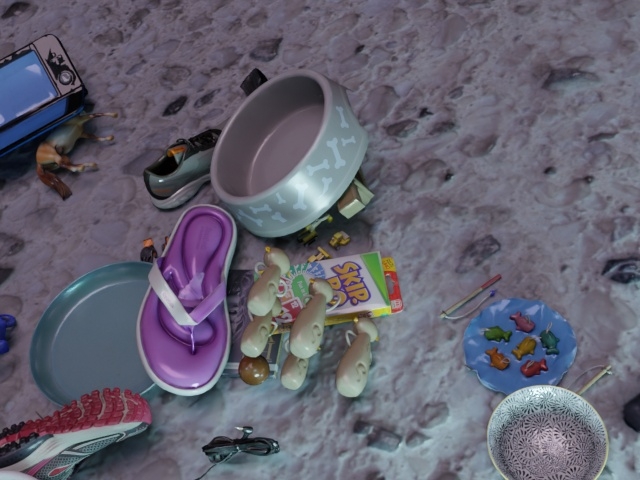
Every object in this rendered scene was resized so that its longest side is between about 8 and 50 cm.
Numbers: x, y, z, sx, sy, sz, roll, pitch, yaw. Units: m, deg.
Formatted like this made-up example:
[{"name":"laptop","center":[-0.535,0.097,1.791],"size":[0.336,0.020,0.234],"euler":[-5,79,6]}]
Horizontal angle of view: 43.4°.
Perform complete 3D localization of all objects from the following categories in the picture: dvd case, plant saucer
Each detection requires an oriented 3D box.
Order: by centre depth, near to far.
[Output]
[{"name":"dvd case","center":[-0.142,0.148,1.474],"size":[0.165,0.018,0.221],"euler":[0,55,15]},{"name":"plant saucer","center":[-0.387,0.179,1.504],"size":[0.318,0.043,0.317],"euler":[-8,53,11]}]

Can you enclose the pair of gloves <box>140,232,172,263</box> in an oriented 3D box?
[{"name":"pair of gloves","center":[-0.325,0.020,1.624],"size":[0.083,0.010,0.074],"euler":[-15,52,6]}]

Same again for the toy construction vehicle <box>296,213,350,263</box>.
[{"name":"toy construction vehicle","center":[0.000,0.000,1.532],"size":[0.098,0.035,0.086],"euler":[-36,53,-12]}]

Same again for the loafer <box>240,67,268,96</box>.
[{"name":"loafer","center":[-0.135,-0.309,1.792],"size":[0.061,0.062,0.170],"euler":[-35,46,17]}]

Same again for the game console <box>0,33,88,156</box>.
[{"name":"game console","center":[-0.705,-0.325,1.857],"size":[0.293,0.173,0.250],"euler":[-29,89,0]}]

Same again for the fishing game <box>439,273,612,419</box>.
[{"name":"fishing game","center":[0.323,0.167,1.319],"size":[0.189,0.041,0.264],"euler":[-32,52,-12]}]

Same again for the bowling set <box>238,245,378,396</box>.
[{"name":"bowling set","center":[-0.060,0.146,1.346],"size":[0.200,0.287,0.154],"euler":[-23,31,35]}]

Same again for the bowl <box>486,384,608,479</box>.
[{"name":"bowl","center":[0.332,0.307,1.186],"size":[0.170,0.080,0.170],"euler":[-7,53,10]}]

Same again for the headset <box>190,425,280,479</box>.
[{"name":"headset","center":[-0.166,0.435,1.143],"size":[0.185,0.243,0.394],"euler":[-7,33,9]}]

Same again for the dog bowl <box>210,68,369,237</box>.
[{"name":"dog bowl","center":[-0.072,-0.181,1.560],"size":[0.349,0.102,0.348],"euler":[-25,47,31]}]

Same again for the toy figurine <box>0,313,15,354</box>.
[{"name":"toy figurine","center":[-0.707,0.191,1.558],"size":[0.217,0.191,0.362],"euler":[-21,36,-40]}]

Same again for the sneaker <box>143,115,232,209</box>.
[{"name":"sneaker","center":[-0.255,-0.179,1.692],"size":[0.271,0.108,0.100],"euler":[-42,53,-18]}]

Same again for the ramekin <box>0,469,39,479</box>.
[{"name":"ramekin","center":[-0.475,0.501,1.215],"size":[0.277,0.135,0.277],"euler":[-6,61,10]}]

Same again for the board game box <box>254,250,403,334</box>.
[{"name":"board game box","center":[0.013,0.093,1.452],"size":[0.259,0.039,0.124],"euler":[-8,54,0]}]

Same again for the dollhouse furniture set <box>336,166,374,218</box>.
[{"name":"dollhouse furniture set","center":[0.015,-0.074,1.564],"size":[0.161,0.101,0.182],"euler":[-35,45,20]}]

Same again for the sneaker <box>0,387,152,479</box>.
[{"name":"sneaker","center":[-0.418,0.340,1.347],"size":[0.299,0.112,0.121],"euler":[-21,20,6]}]

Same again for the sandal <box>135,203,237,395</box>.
[{"name":"sandal","center":[-0.239,0.080,1.447],"size":[0.169,0.102,0.416],"euler":[4,50,-5]}]

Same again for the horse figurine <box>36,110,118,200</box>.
[{"name":"horse figurine","center":[-0.572,-0.215,1.831],"size":[0.174,0.066,0.263],"euler":[8,56,18]}]
